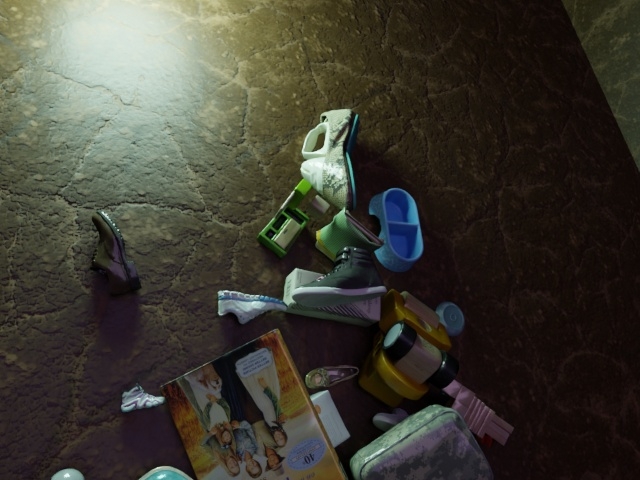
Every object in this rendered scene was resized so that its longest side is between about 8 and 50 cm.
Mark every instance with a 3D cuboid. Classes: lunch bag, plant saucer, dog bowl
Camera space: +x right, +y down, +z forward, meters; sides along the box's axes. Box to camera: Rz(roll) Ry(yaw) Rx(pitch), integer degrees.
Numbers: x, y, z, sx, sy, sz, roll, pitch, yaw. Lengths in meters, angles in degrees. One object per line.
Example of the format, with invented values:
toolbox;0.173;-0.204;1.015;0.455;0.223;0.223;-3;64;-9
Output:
lunch bag;0.227;0.551;1.098;0.305;0.256;0.212;-28;81;-14
plant saucer;0.440;0.260;1.493;0.119;0.021;0.119;9;65;-21
dog bowl;0.262;-0.045;1.511;0.166;0.074;0.297;5;66;-23

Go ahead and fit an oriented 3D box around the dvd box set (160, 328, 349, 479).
dvd box set;-0.148;0.462;1.032;0.308;0.062;0.420;-26;80;-1

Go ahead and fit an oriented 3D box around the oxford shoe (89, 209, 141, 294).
oxford shoe;-0.531;0.029;1.107;0.096;0.083;0.227;-21;77;-26

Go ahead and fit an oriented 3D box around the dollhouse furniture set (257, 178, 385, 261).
dollhouse furniture set;0.000;0.000;1.296;0.301;0.197;0.151;38;57;-5

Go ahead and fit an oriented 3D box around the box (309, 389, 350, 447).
box;-0.036;0.483;1.134;0.170;0.091;0.130;-21;78;-30

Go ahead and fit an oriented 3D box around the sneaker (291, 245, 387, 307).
sneaker;0.039;0.095;1.225;0.296;0.104;0.146;-1;65;-32

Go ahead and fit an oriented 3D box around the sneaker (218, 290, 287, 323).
sneaker;-0.186;0.188;1.209;0.191;0.071;0.082;7;76;-6

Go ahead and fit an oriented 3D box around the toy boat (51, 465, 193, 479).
toy boat;-0.404;0.565;0.894;0.318;0.148;0.267;38;58;-6

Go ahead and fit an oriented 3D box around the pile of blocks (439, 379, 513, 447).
pile of blocks;0.413;0.506;1.289;0.362;0.149;0.112;43;74;-32

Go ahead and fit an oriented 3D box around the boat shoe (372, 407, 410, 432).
boat shoe;0.230;0.512;1.265;0.184;0.066;0.063;19;48;-14

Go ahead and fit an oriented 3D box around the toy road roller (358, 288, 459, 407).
toy road roller;0.231;0.322;1.296;0.202;0.240;0.329;36;21;-7

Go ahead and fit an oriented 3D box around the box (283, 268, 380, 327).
box;0.035;0.171;1.300;0.275;0.094;0.113;13;63;-19

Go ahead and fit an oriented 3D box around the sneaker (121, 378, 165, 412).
sneaker;-0.414;0.358;1.043;0.098;0.038;0.069;-3;71;-26

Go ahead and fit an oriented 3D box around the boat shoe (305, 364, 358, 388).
boat shoe;0.032;0.375;1.238;0.153;0.048;0.056;0;69;-25

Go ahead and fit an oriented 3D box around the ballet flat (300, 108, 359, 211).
ballet flat;0.029;-0.262;1.433;0.182;0.164;0.482;3;47;3
